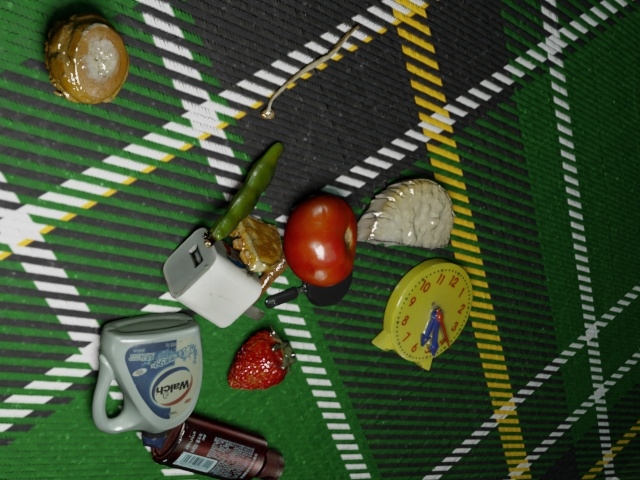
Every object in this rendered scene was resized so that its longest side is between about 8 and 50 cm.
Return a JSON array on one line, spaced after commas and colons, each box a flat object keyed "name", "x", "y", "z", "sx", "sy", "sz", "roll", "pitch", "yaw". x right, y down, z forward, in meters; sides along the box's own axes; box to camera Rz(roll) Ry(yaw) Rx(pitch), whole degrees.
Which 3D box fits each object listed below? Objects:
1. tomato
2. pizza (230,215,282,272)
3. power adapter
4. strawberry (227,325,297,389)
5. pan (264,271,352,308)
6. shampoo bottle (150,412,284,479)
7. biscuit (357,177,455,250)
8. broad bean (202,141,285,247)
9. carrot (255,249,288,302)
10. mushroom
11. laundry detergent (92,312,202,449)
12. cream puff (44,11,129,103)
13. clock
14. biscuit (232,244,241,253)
[{"name": "tomato", "x": 0.000, "y": 0.000, "z": 1.534, "sx": 0.195, "sy": 0.136, "sz": 0.195, "roll": -1, "pitch": 90, "yaw": -69}, {"name": "pizza", "x": -0.133, "y": 0.001, "z": 1.470, "sx": 0.046, "sy": 0.175, "sz": 0.134, "roll": -41, "pitch": 94, "yaw": 21}, {"name": "power adapter", "x": -0.188, "y": 0.090, "z": 1.440, "sx": 0.125, "sy": 0.130, "sz": 0.205, "roll": -44, "pitch": 131, "yaw": 8}, {"name": "strawberry", "x": -0.129, "y": 0.262, "z": 1.589, "sx": 0.131, "sy": 0.148, "sz": 0.131, "roll": 39, "pitch": 42, "yaw": -46}, {"name": "pan", "x": -0.019, "y": 0.107, "z": 1.650, "sx": 0.235, "sy": 0.028, "sz": 0.136, "roll": -22, "pitch": 120, "yaw": -28}, {"name": "shampoo bottle", "x": -0.213, "y": 0.466, "z": 1.621, "sx": 0.323, "sy": 0.084, "sz": 0.129, "roll": 30, "pitch": 91, "yaw": -42}, {"name": "biscuit", "x": 0.211, "y": -0.059, "z": 1.717, "sx": 0.281, "sy": 0.084, "sz": 0.179, "roll": -1, "pitch": 110, "yaw": -36}, {"name": "broad bean", "x": -0.143, "y": -0.085, "z": 1.426, "sx": 0.298, "sy": 0.043, "sz": 0.060, "roll": -59, "pitch": 152, "yaw": -32}, {"name": "carrot", "x": -0.116, "y": 0.085, "z": 1.567, "sx": 0.165, "sy": 0.035, "sz": 0.035, "roll": -50, "pitch": 130, "yaw": -6}, {"name": "mushroom", "x": -0.020, "y": -0.344, "z": 1.469, "sx": 0.286, "sy": 0.026, "sz": 0.028, "roll": -48, "pitch": 145, "yaw": -13}, {"name": "laundry detergent", "x": -0.340, "y": 0.290, "z": 1.439, "sx": 0.214, "sy": 0.105, "sz": 0.281, "roll": -4, "pitch": 112, "yaw": -36}, {"name": "cream puff", "x": -0.375, "y": -0.291, "z": 1.170, "sx": 0.126, "sy": 0.103, "sz": 0.144, "roll": -4, "pitch": 112, "yaw": -50}, {"name": "clock", "x": 0.286, "y": 0.190, "z": 1.885, "sx": 0.277, "sy": 0.071, "sz": 0.294, "roll": 22, "pitch": 94, "yaw": -40}, {"name": "biscuit", "x": -0.166, "y": 0.035, "z": 1.519, "sx": 0.082, "sy": 0.016, "sz": 0.092, "roll": -2, "pitch": 108, "yaw": -31}]
